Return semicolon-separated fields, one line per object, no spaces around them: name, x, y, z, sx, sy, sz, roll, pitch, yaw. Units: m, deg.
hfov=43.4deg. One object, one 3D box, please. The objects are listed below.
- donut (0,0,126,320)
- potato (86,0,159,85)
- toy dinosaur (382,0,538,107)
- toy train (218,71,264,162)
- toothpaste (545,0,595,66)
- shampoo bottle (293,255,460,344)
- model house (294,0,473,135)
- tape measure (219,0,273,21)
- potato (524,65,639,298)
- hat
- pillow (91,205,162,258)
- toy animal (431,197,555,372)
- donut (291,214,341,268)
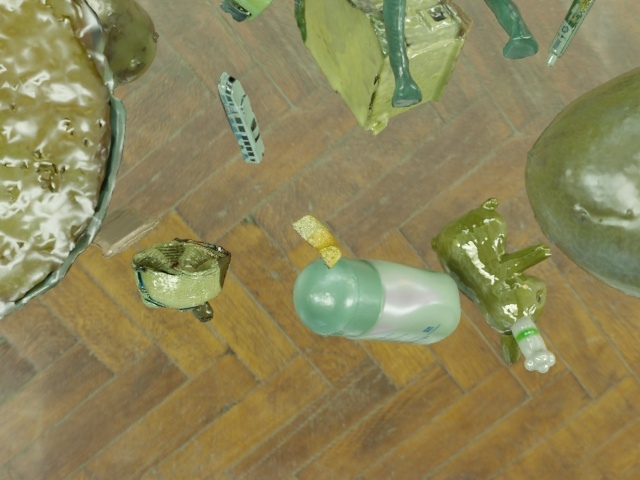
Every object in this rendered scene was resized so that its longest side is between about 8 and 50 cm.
donut;-0.265;-0.080;0.524;0.272;0.107;0.272;-6;101;-36
potato;-0.384;-0.370;1.388;0.164;0.262;0.165;-7;66;15
toy dinosaur;0.081;-0.307;0.611;0.129;0.383;0.331;-7;70;-5
toy train;-0.146;-0.224;1.479;0.047;0.043;0.207;5;147;16
toothpaste;0.508;-0.444;1.612;0.049;0.031;0.204;35;108;29
shampoo bottle;0.099;0.113;1.507;0.349;0.221;0.151;13;71;-44
model house;0.135;-0.414;1.521;0.266;0.261;0.321;-22;65;-20
tape measure;-0.065;-0.429;1.194;0.087;0.154;0.178;31;60;-23
potato;0.266;-0.045;0.570;0.235;0.178;0.160;7;146;17
hat;-0.124;0.036;0.710;0.077;0.076;0.059;14;110;19
pillow;-0.396;-0.021;1.583;0.135;0.211;0.034;-40;117;-19
toy animal;0.387;0.096;1.645;0.180;0.181;0.363;-31;71;-8
donut;0.000;0.000;1.230;0.038;0.083;0.067;-42;134;11
